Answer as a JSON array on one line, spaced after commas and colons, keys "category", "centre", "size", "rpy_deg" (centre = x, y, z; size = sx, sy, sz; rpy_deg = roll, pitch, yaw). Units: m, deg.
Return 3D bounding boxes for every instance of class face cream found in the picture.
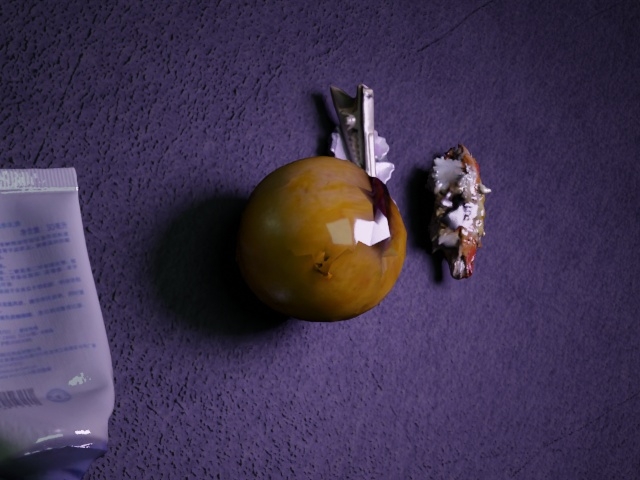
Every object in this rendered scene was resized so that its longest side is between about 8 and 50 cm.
[{"category": "face cream", "centre": [-0.353, 0.102, 1.310], "size": [0.235, 0.137, 0.420], "rpy_deg": [-4, 69, -35]}]

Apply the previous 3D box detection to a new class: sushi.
[{"category": "sushi", "centre": [0.211, -0.052, 1.753], "size": [0.103, 0.097, 0.226], "rpy_deg": [7, 69, -30]}]

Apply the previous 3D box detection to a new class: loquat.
[{"category": "loquat", "centre": [0.000, 0.000, 1.508], "size": [0.235, 0.235, 0.235], "rpy_deg": [12, 69, -32]}]

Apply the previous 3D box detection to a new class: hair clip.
[{"category": "hair clip", "centre": [0.072, -0.094, 1.687], "size": [0.106, 0.084, 0.292], "rpy_deg": [-7, 84, -41]}]
